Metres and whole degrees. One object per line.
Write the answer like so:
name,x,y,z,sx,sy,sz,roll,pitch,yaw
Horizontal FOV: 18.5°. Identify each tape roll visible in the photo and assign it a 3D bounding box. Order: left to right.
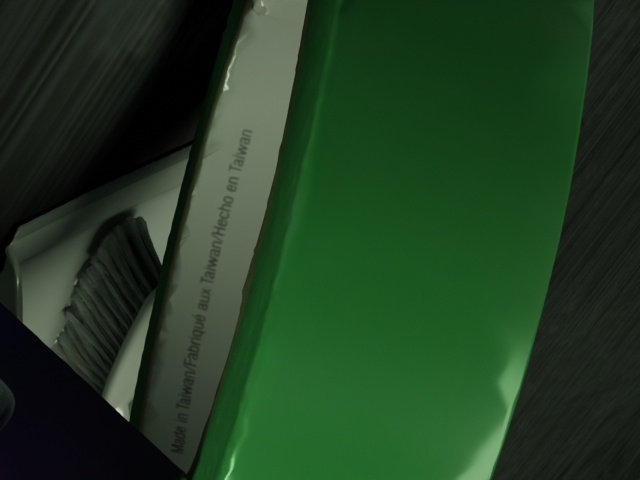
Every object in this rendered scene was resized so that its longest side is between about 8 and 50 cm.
tape roll,0.000,0.000,0.679,0.321,0.077,0.321,-166,-90,-81

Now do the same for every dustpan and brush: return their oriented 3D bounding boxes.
dustpan and brush,-0.094,0.064,0.892,0.147,0.060,0.211,-29,152,-44

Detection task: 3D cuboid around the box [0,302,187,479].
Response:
box,-0.197,0.092,0.542,0.261,0.184,0.103,-29,148,-45
